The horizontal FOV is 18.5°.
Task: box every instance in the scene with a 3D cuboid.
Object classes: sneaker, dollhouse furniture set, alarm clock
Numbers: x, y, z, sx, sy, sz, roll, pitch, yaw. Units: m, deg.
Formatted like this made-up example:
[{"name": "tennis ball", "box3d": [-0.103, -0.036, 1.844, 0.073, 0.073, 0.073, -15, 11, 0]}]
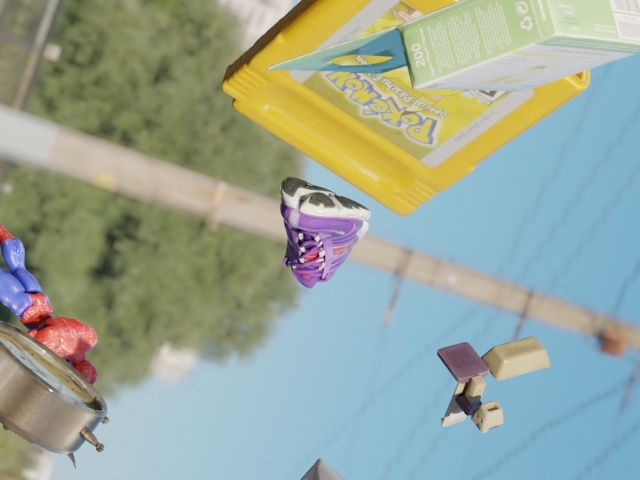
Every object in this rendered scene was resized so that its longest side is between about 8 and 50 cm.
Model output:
[{"name": "sneaker", "box3d": [0.000, 0.000, 1.502, 0.170, 0.068, 0.071, 53, 59, -75]}, {"name": "dollhouse furniture set", "box3d": [0.168, 0.148, 1.840, 0.091, 0.114, 0.081, 54, -36, 36]}, {"name": "alarm clock", "box3d": [-0.265, 0.117, 1.691, 0.064, 0.192, 0.129, -48, -173, 4]}]

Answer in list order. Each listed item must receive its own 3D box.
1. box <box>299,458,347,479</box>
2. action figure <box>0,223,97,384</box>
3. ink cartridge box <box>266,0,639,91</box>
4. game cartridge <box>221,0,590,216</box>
[{"name": "box", "box3d": [0.095, 0.322, 1.660, 0.087, 0.290, 0.169, -49, -148, 0]}, {"name": "action figure", "box3d": [-0.347, 0.096, 2.221, 0.280, 0.091, 0.139, 44, -64, 32]}, {"name": "ink cartridge box", "box3d": [0.104, -0.135, 1.447, 0.235, 0.171, 0.056, -18, -97, 32]}, {"name": "game cartridge", "box3d": [0.085, -0.174, 2.160, 0.324, 0.285, 0.052, -38, -151, 42]}]
